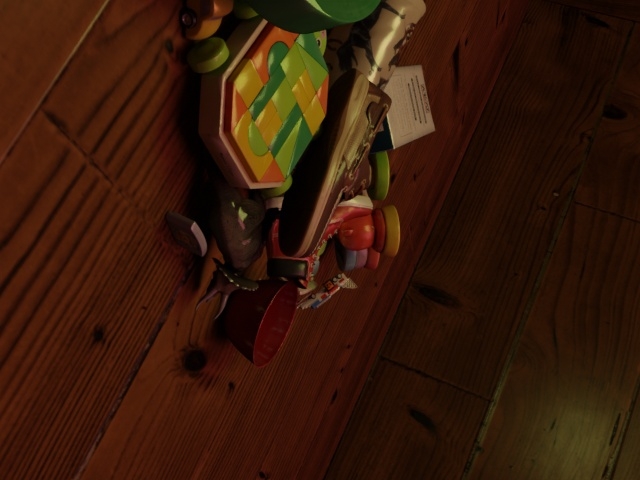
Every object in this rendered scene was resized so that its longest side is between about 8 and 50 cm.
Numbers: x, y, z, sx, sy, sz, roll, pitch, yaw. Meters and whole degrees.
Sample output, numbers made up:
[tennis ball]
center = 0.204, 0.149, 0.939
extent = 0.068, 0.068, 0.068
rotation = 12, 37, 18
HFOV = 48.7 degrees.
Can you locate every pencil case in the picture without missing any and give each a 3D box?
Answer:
[pencil case]
center = 0.065, -0.310, 1.349
extent = 0.410, 0.160, 0.183
rotation = -68, 163, -3

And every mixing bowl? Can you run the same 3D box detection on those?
[mixing bowl]
center = -0.127, 0.147, 1.389
extent = 0.181, 0.098, 0.181
rotation = -57, 160, -35

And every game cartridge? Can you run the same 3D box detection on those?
[game cartridge]
center = -0.199, -0.008, 1.066
extent = 0.017, 0.056, 0.083
rotation = -60, 160, -28

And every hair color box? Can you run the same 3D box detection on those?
[hair color box]
center = 0.156, -0.304, 1.623
extent = 0.347, 0.105, 0.173
rotation = -32, 111, -62

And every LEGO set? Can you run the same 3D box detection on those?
[LEGO set]
center = -0.029, 0.152, 1.556
extent = 0.244, 0.060, 0.182
rotation = -41, 175, 29

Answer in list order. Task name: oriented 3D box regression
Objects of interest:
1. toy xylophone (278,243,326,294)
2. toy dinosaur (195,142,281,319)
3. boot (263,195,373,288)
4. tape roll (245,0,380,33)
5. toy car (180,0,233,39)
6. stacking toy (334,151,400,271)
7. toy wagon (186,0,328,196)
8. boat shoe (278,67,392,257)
[toy xylophone]
center = -0.006, -0.047, 1.566
extent = 0.236, 0.081, 0.322
rotation = -32, 139, -64
[toy dinosaur]
center = -0.130, -0.027, 1.131
extent = 0.160, 0.121, 0.313
rotation = -82, 179, -46
[boot]
center = 0.000, 0.000, 1.370
extent = 0.244, 0.088, 0.176
rotation = -7, 88, -29
[tape roll]
center = -0.023, -0.422, 0.866
extent = 0.321, 0.077, 0.321
rotation = 4, 85, -54
[toy car]
center = -0.121, -0.391, 0.873
extent = 0.225, 0.053, 0.239
rotation = -62, 162, -22
[stacking toy]
center = 0.082, -0.071, 1.725
extent = 0.309, 0.130, 0.279
rotation = 122, -35, -71
[toy wagon]
center = -0.064, -0.245, 1.072
extent = 0.344, 0.068, 0.267
rotation = -61, 145, -28
[boat shoe]
center = 0.036, -0.117, 1.194
extent = 0.123, 0.123, 0.342
rotation = -9, -121, 58
